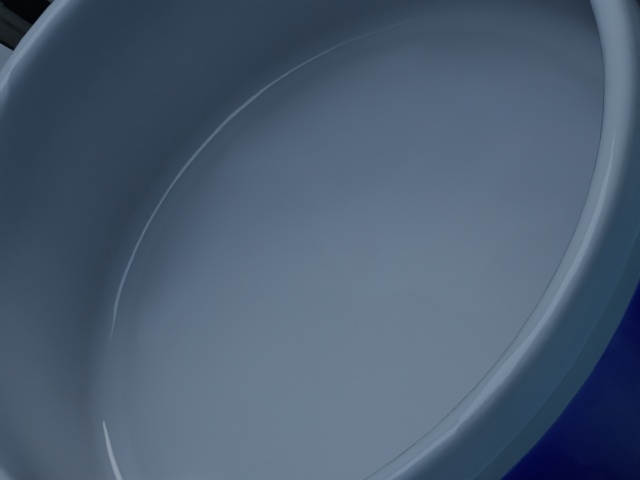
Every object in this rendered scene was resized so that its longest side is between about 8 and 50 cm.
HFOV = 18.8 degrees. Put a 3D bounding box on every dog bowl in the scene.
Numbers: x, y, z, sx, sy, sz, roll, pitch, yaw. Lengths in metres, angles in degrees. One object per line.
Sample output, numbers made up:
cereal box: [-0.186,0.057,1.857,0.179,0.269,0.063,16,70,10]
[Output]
dog bowl: [0.000,0.000,0.647,0.264,0.104,0.265,-16,55,25]

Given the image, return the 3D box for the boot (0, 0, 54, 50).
boot: [-0.033,-0.278,0.836,0.284,0.138,0.377,-24,40,44]
